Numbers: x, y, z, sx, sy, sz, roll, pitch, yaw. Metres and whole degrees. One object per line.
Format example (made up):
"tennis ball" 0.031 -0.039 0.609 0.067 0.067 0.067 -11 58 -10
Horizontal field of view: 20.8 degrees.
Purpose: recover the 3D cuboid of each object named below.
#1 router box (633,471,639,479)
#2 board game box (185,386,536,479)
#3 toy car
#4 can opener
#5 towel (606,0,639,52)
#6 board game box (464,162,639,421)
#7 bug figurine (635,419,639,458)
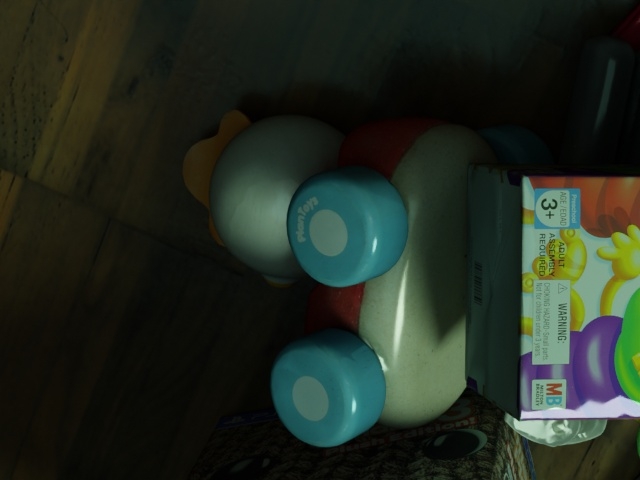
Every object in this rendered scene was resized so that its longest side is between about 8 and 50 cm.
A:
"router box" 0.279 0.186 1.264 0.092 0.038 0.122 33 110 -3
"board game box" 0.025 0.220 1.184 0.232 0.291 0.141 -11 105 12
"toy car" 0.000 0.000 1.196 0.238 0.219 0.210 20 114 34
"can opener" 0.177 0.001 1.183 0.076 0.095 0.284 7 101 -14
"towel" 0.349 -0.118 1.158 0.275 0.031 0.199 39 111 -4
"board game box" 0.237 0.026 1.052 0.275 0.142 0.144 -1 95 -8
"bug figurine" 0.330 0.093 1.182 0.279 0.072 0.216 32 98 -2
